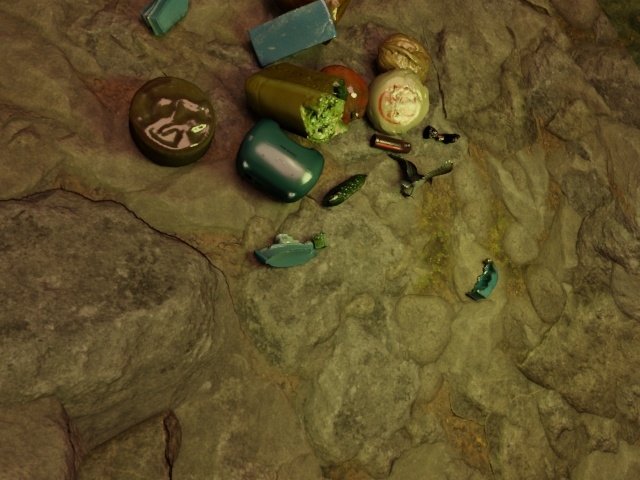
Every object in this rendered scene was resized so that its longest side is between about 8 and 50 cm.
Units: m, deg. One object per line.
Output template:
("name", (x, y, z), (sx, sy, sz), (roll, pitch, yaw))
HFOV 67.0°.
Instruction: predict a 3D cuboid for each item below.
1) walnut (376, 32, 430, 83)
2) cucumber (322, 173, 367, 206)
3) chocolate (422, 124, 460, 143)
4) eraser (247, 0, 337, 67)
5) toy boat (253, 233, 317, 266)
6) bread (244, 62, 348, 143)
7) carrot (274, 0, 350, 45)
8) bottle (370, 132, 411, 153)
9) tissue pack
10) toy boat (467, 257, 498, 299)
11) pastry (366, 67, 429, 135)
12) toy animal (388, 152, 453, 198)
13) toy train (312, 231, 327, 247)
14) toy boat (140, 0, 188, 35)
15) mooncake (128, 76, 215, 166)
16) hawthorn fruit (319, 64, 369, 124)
("walnut", (0.341, -0.738, 1.990), (0.245, 0.198, 0.198), (28, 68, -14))
("cucumber", (0.097, -0.193, 1.818), (0.227, 0.069, 0.069), (-37, 91, -29))
("chocolate", (0.509, -0.437, 2.038), (0.147, 0.072, 0.070), (17, 82, -11))
("eraser", (-0.104, -0.771, 1.799), (0.312, 0.042, 0.144), (-19, 108, 8))
("toy boat", (-0.124, 0.032, 1.673), (0.215, 0.088, 0.102), (-7, 44, -22))
("bread", (-0.080, -0.483, 1.685), (0.377, 0.208, 0.251), (30, 45, 30))
("carrot", (-0.033, -0.953, 1.878), (0.341, 0.241, 0.241), (41, 66, -10))
("bottle", (0.286, -0.387, 1.942), (0.164, 0.060, 0.060), (9, 73, -19))
("tissue pack", (-0.150, -0.257, 1.665), (0.288, 0.198, 0.206), (35, 68, -11))
("toy boat", (0.653, 0.152, 1.927), (0.077, 0.075, 0.185), (49, 62, -12))
("pastry", (0.301, -0.545, 1.908), (0.265, 0.133, 0.264), (-2, 104, -8))
("toy animal", (0.383, -0.244, 1.920), (0.273, 0.197, 0.160), (30, 80, 35))
("toy train", (0.000, 0.000, 1.715), (0.038, 0.093, 0.056), (-16, 87, 10))
("toy boat", (-0.551, -0.843, 1.734), (0.098, 0.109, 0.237), (19, 65, 21))
("mooncake", (-0.487, -0.395, 1.601), (0.285, 0.155, 0.284), (6, 74, -21))
("hawthorn fruit", (0.058, -0.567, 1.838), (0.211, 0.210, 0.262), (-29, 69, -25))
